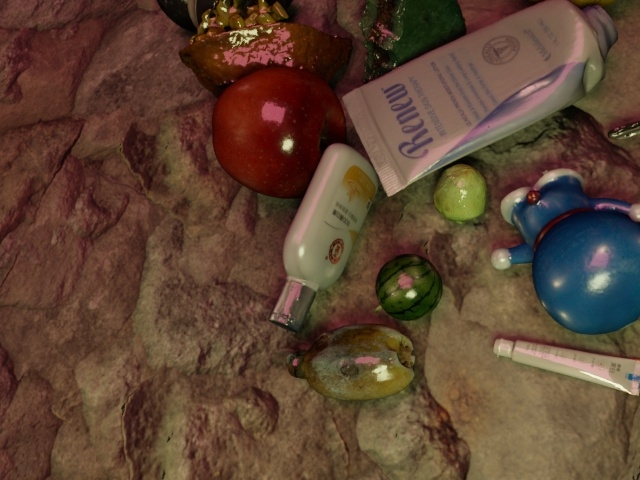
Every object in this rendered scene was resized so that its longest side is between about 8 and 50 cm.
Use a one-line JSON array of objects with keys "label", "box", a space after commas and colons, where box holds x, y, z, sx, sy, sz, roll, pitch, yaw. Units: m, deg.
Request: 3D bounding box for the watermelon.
[{"label": "watermelon", "box": [0.125, 0.071, 1.102, 0.109, 0.109, 0.109, -10, 61, 18]}]

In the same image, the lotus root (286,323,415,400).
[{"label": "lotus root", "box": [0.042, 0.176, 1.090, 0.192, 0.088, 0.113, -8, 45, 20]}]

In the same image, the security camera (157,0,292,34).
[{"label": "security camera", "box": [-0.214, -0.494, 1.498, 0.277, 0.197, 0.191, 37, 91, 40]}]

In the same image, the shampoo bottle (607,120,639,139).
[{"label": "shampoo bottle", "box": [0.498, -0.062, 1.029, 0.153, 0.071, 0.284, -31, 52, 22]}]

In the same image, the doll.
[{"label": "doll", "box": [0.346, 0.015, 1.020, 0.215, 0.161, 0.256, -35, 38, 19]}]

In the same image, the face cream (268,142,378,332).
[{"label": "face cream", "box": [0.000, 0.000, 1.164, 0.071, 0.144, 0.291, 15, 73, 35]}]

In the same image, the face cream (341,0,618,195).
[{"label": "face cream", "box": [0.256, -0.242, 1.180, 0.420, 0.137, 0.234, -26, 55, 7]}]

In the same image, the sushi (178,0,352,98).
[{"label": "sushi", "box": [-0.101, -0.340, 1.361, 0.297, 0.167, 0.179, -4, 75, 13]}]

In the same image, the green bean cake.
[{"label": "green bean cake", "box": [0.131, -0.371, 1.269, 0.193, 0.208, 0.107, -41, 53, -3]}]

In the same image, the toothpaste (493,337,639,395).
[{"label": "toothpaste", "box": [0.328, 0.162, 1.010, 0.190, 0.031, 0.048, 11, 66, 24]}]

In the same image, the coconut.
[{"label": "coconut", "box": [0.213, -0.067, 1.147, 0.088, 0.096, 0.088, -1, 27, 1]}]

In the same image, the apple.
[{"label": "apple", "box": [-0.065, -0.178, 1.244, 0.201, 0.218, 0.218, 3, 65, 34]}]

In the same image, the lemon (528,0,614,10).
[{"label": "lemon", "box": [0.411, -0.455, 1.207, 0.244, 0.187, 0.186, 3, 65, 29]}]
